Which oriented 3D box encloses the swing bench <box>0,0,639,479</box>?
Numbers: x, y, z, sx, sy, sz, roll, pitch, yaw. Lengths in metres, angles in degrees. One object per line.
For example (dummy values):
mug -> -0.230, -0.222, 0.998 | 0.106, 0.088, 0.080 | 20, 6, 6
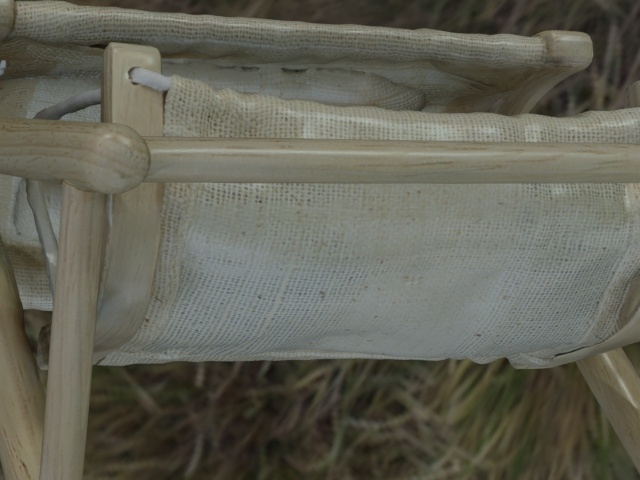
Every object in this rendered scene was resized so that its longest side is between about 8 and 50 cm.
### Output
swing bench -> 0.000, 0.000, 0.615 | 0.253, 0.254, 0.165 | 0, 112, -23
